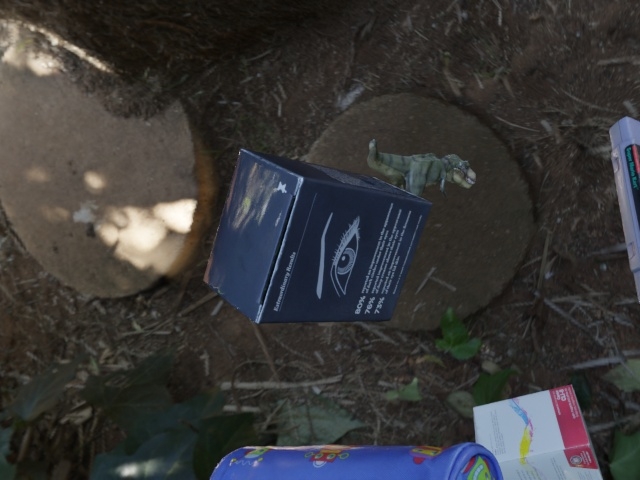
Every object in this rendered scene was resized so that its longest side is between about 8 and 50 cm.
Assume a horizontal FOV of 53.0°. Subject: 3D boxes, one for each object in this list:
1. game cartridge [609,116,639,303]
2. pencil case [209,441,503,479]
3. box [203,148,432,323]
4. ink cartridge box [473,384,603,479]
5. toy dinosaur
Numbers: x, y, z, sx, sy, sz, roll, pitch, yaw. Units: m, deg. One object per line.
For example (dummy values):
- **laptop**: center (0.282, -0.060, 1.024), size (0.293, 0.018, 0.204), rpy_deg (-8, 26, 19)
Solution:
- **game cartridge**: center (0.622, -0.037, 1.114), size (0.068, 0.230, 0.355), rpy_deg (-40, 40, 53)
- **pencil case**: center (0.029, 0.261, 0.614), size (0.306, 0.119, 0.133), rpy_deg (-14, 87, 38)
- **box**: center (0.000, 0.000, 0.698), size (0.108, 0.207, 0.153), rpy_deg (30, 106, 44)
- **ink cartridge box**: center (0.362, 0.348, 1.083), size (0.176, 0.127, 0.128), rpy_deg (-18, 122, 18)
- **toy dinosaur**: center (0.120, -0.072, 0.887), size (0.064, 0.268, 0.118), rpy_deg (30, 109, 35)
